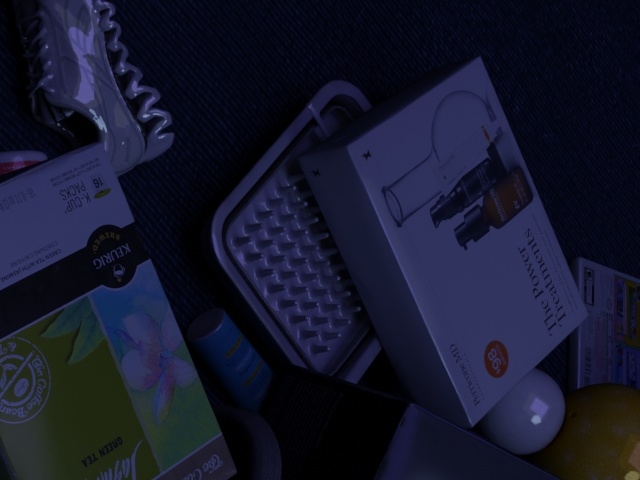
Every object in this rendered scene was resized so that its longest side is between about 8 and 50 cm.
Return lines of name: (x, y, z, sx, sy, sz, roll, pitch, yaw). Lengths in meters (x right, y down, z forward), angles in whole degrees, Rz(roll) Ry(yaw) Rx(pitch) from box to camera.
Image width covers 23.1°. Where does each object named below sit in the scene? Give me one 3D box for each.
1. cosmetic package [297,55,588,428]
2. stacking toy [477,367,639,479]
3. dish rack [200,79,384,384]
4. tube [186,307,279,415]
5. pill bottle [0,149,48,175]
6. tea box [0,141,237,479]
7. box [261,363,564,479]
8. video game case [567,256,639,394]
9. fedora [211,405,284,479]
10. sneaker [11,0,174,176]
cosmetic package: (0.161, 0.001, 1.929, 0.284, 0.097, 0.377, -36, 107, -39)
stacking toy: (0.399, 0.311, 2.112, 0.480, 0.350, 0.351, 29, 60, -15)
dish rack: (0.000, 0.000, 1.886, 0.285, 0.072, 0.333, 56, 49, -21)
tube: (-0.078, 0.167, 1.795, 0.080, 0.052, 0.207, -52, 123, -27)
pill bottle: (-0.308, -0.006, 1.574, 0.087, 0.087, 0.160, -5, 85, -45)
tea box: (-0.302, 0.124, 1.382, 0.220, 0.329, 0.323, -32, 103, -44)
box: (0.105, 0.285, 1.698, 0.296, 0.294, 0.183, 29, 82, -26)
video game case: (0.432, 0.148, 2.310, 0.193, 0.023, 0.212, 18, 68, -41)
fedora: (-0.124, 0.306, 1.583, 0.124, 0.243, 0.275, 47, 59, -36)
sneaker: (-0.268, -0.195, 1.650, 0.118, 0.110, 0.292, -39, 108, -33)
